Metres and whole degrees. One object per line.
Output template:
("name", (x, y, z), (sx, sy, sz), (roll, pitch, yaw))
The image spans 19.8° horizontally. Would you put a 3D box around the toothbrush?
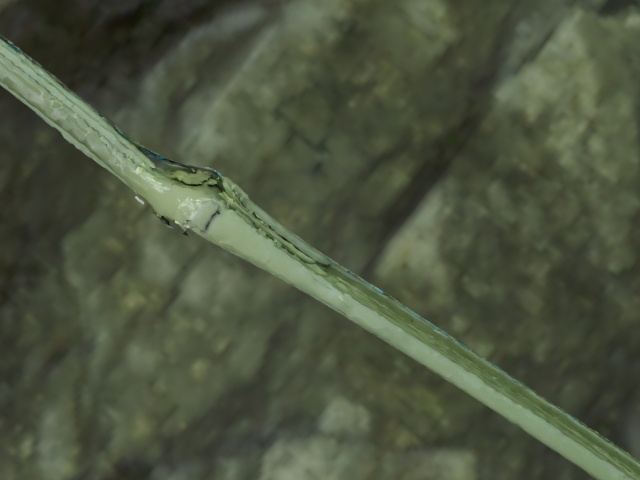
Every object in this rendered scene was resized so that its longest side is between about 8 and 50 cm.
("toothbrush", (-0.003, 0.005, 0.452), (0.028, 0.294, 0.026), (-51, 5, 15))
